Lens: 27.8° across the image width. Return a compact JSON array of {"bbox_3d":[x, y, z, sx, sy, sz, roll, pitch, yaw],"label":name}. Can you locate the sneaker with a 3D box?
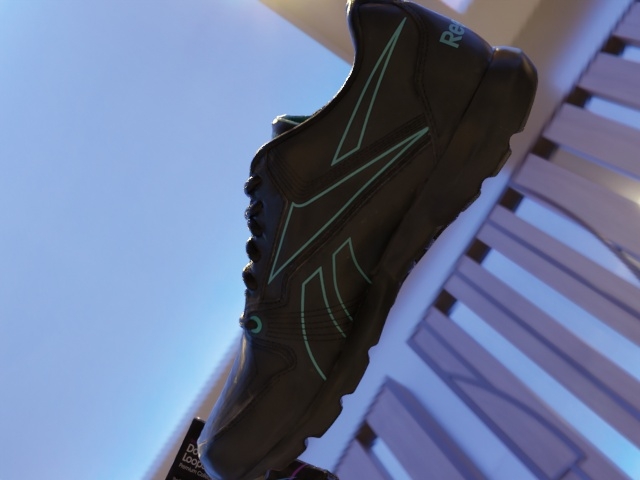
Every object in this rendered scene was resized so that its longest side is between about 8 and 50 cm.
[{"bbox_3d":[0.000,0.000,0.661,0.106,0.101,0.267,31,-85,-8],"label":"sneaker"}]

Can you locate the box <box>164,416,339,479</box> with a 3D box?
[{"bbox_3d":[-0.070,0.214,0.881,0.162,0.116,0.029,-66,-31,-11],"label":"box"}]
